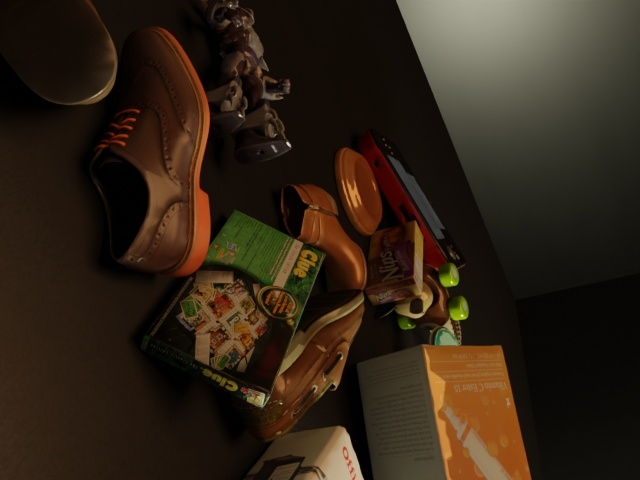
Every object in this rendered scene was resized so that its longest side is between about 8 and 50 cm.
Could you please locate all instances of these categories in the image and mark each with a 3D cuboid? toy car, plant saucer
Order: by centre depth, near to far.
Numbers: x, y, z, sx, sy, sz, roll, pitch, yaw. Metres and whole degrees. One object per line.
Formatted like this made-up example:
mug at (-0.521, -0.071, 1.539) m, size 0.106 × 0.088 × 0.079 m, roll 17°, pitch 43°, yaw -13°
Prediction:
toy car at (0.201, 0.136, 1.263) m, size 0.188 × 0.155 × 0.149 m, roll -21°, pitch 94°, yaw -58°
plant saucer at (0.088, -0.108, 1.295) m, size 0.200 × 0.037 × 0.200 m, roll 49°, pitch 33°, yaw -47°

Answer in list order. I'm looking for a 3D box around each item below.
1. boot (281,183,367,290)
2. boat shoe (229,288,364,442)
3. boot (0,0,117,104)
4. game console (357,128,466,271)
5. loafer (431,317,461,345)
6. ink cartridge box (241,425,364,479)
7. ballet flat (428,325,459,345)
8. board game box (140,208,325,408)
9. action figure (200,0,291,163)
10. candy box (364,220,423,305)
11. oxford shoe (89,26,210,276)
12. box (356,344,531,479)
boot at (0.000, 0.000, 0.975) m, size 0.197 × 0.072 × 0.152 m, roll 66°, pitch 19°, yaw 13°
boat shoe at (-0.022, 0.150, 0.788) m, size 0.307 × 0.110 × 0.105 m, roll -27°, pitch 104°, yaw -58°
boot at (-0.274, -0.254, 0.505) m, size 0.305 × 0.112 × 0.115 m, roll 63°, pitch -6°, yaw -14°
game console at (0.240, -0.095, 1.495) m, size 0.387 × 0.060 × 0.342 m, roll 61°, pitch 21°, yaw 9°
loafer at (0.269, 0.163, 1.463) m, size 0.102 × 0.092 × 0.269 m, roll -22°, pitch 93°, yaw -66°
ink cartridge box at (-0.026, 0.336, 0.640) m, size 0.237 × 0.100 × 0.172 m, roll -30°, pitch 103°, yaw -66°
ballet flat at (0.275, 0.307, 1.265) m, size 0.086 × 0.086 × 0.249 m, roll 13°, pitch 55°, yaw -65°
board game box at (-0.084, 0.062, 0.682) m, size 0.136 × 0.030 × 0.260 m, roll 25°, pitch 33°, yaw -1°
action figure at (-0.108, -0.241, 0.851) m, size 0.185 × 0.099 × 0.285 m, roll 41°, pitch 36°, yaw -45°
candy box at (0.156, 0.045, 1.258) m, size 0.053 × 0.109 × 0.187 m, roll 60°, pitch 27°, yaw -31°
oxford shoe at (-0.175, -0.101, 0.601) m, size 0.098 × 0.096 × 0.272 m, roll 11°, pitch 65°, yaw -59°
box at (0.215, 0.362, 1.011) m, size 0.214 × 0.168 × 0.346 m, roll 7°, pitch 66°, yaw -38°
